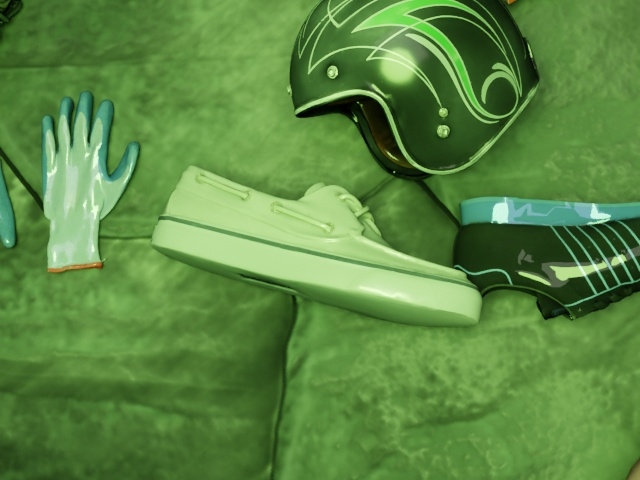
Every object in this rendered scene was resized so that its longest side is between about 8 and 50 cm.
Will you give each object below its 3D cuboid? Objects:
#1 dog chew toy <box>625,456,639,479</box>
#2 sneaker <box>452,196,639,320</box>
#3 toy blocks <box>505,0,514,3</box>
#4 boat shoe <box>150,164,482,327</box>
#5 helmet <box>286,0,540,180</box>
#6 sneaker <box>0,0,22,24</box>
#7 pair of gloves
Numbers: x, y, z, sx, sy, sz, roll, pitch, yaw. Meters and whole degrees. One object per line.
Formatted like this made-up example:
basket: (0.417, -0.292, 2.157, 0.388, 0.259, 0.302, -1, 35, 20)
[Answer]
dog chew toy: (0.223, 0.260, 0.680, 0.332, 0.206, 0.207, -34, 79, 9)
sneaker: (0.217, 0.018, 0.776, 0.232, 0.081, 0.090, 2, 84, 14)
toy blocks: (0.150, -0.246, 0.835, 0.148, 0.054, 0.123, -27, 78, 1)
boat shoe: (0.000, 0.000, 0.789, 0.267, 0.096, 0.088, 13, 78, 24)
helmet: (0.065, -0.131, 0.772, 0.161, 0.169, 0.169, 44, 88, -5)
sneaker: (-0.305, -0.166, 0.843, 0.130, 0.087, 0.227, -24, 63, 4)
pair of gloves: (-0.250, -0.048, 0.863, 0.198, 0.023, 0.159, -2, 81, 7)
